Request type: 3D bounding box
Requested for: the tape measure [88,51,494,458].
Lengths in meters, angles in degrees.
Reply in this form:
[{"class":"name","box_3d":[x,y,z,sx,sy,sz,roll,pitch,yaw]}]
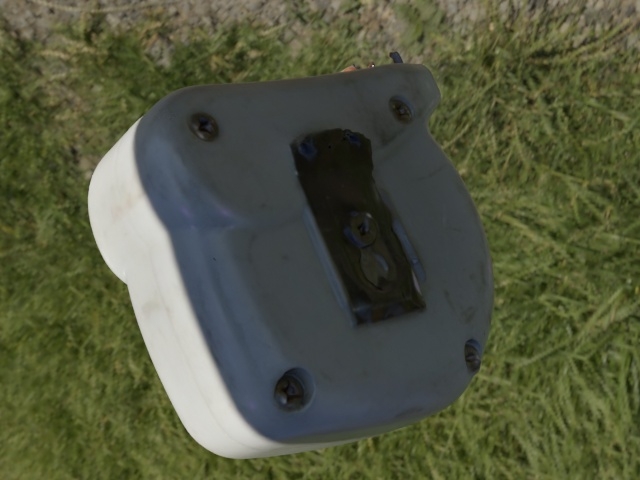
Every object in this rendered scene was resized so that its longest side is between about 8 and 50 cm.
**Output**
[{"class":"tape measure","box_3d":[0.000,0.000,0.626,0.130,0.258,0.265,-33,77,44]}]
